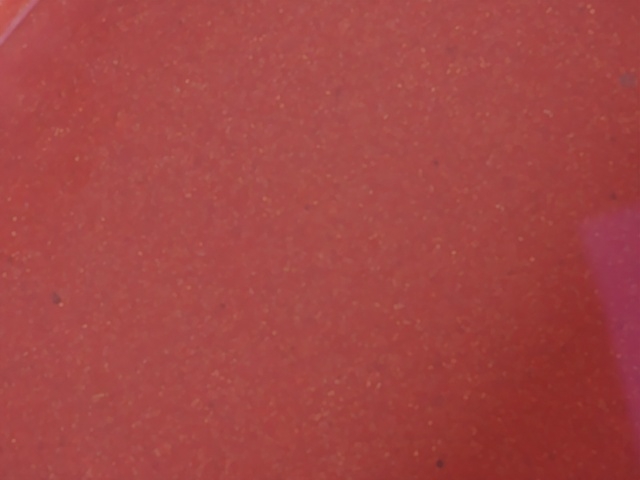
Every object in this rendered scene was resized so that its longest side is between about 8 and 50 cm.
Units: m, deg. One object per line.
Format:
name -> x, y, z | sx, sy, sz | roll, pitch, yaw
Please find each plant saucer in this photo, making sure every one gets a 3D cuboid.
plant saucer -> 0.000, 0.000, 0.398 | 0.259, 0.048, 0.258 | 39, 87, 20
